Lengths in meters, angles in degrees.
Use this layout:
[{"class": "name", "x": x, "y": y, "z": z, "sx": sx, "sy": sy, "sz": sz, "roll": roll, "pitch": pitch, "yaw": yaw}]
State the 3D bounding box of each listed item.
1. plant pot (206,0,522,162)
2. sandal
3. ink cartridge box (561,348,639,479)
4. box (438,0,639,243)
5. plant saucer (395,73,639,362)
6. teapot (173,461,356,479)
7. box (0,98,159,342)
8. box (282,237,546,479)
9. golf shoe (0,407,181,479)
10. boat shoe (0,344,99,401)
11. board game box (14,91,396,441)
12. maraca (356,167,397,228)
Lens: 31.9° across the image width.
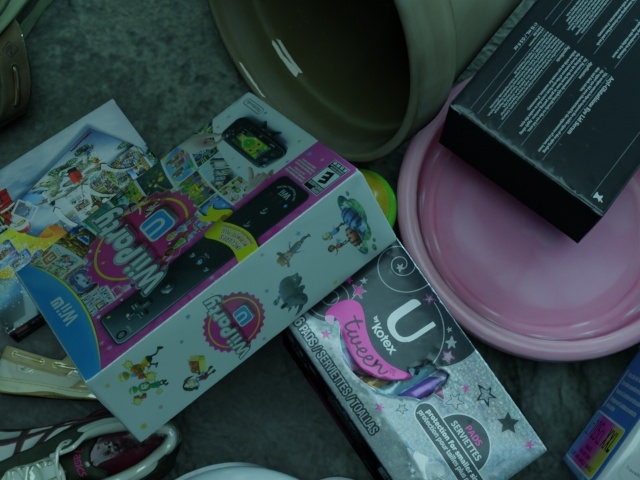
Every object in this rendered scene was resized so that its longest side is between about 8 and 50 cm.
[{"class": "plant pot", "x": 0.077, "y": -0.285, "z": 1.178, "sx": 0.280, "sy": 0.323, "sz": 0.323, "roll": -34, "pitch": 77, "yaw": -29}, {"class": "sandal", "x": -0.341, "y": -0.186, "z": 1.208, "sx": 0.086, "sy": 0.120, "sz": 0.302, "roll": 31, "pitch": 74, "yaw": -8}, {"class": "ink cartridge box", "x": 0.458, "y": 0.137, "z": 1.057, "sx": 0.270, "sy": 0.151, "sz": 0.395, "roll": 35, "pitch": 94, "yaw": -1}, {"class": "box", "x": 0.274, "y": -0.159, "z": 1.142, "sx": 0.184, "sy": 0.103, "sz": 0.261, "roll": 37, "pitch": 75, "yaw": 11}, {"class": "plant saucer", "x": 0.244, "y": -0.029, "z": 1.199, "sx": 0.332, "sy": 0.084, "sz": 0.332, "roll": 0, "pitch": 74, "yaw": -1}, {"class": "teapot", "x": -0.080, "y": 0.296, "z": 1.040, "sx": 0.252, "sy": 0.256, "sz": 0.187, "roll": -39, "pitch": 38, "yaw": 9}, {"class": "box", "x": -0.272, "y": -0.023, "z": 1.195, "sx": 0.233, "sy": 0.044, "sz": 0.159, "roll": -35, "pitch": 78, "yaw": -11}, {"class": "box", "x": 0.085, "y": 0.146, "z": 1.099, "sx": 0.142, "sy": 0.163, "sz": 0.247, "roll": -34, "pitch": 78, "yaw": -9}, {"class": "golf shoe", "x": -0.264, "y": 0.216, "z": 1.061, "sx": 0.273, "sy": 0.120, "sz": 0.105, "roll": -19, "pitch": 83, "yaw": -20}, {"class": "boat shoe", "x": -0.248, "y": 0.134, "z": 1.141, "sx": 0.170, "sy": 0.063, "sz": 0.059, "roll": 4, "pitch": 79, "yaw": 0}, {"class": "board game box", "x": -0.116, "y": 0.014, "z": 1.073, "sx": 0.303, "sy": 0.097, "sz": 0.224, "roll": -39, "pitch": 39, "yaw": -9}, {"class": "maraca", "x": 0.000, "y": 0.000, "z": 1.174, "sx": 0.186, "sy": 0.099, "sz": 0.127, "roll": -43, "pitch": 47, "yaw": 2}]
